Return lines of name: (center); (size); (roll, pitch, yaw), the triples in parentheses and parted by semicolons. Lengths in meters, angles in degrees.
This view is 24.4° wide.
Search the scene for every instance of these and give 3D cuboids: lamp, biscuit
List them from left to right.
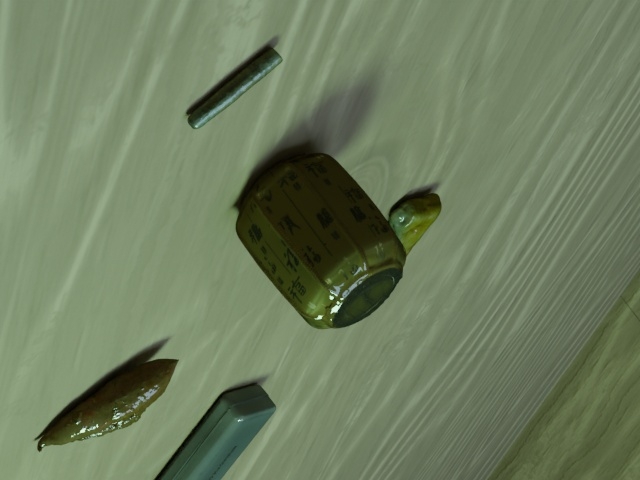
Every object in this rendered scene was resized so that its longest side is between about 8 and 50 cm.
lamp: (0.000, 0.000, 1.710); (0.161, 0.185, 0.161); (-34, 156, -17)
biscuit: (0.082, 0.010, 2.089); (0.174, 0.039, 0.183); (-9, 142, -52)

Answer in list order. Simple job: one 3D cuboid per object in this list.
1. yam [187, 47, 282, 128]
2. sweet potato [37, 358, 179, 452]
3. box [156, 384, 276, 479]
yam: (-0.086, -0.152, 1.483); (0.116, 0.021, 0.021); (-39, 159, -6)
sweet potato: (-0.261, 0.209, 1.845); (0.206, 0.060, 0.068); (-27, 118, -12)
box: (-0.167, 0.321, 2.240); (0.103, 0.055, 0.243); (-10, 143, -55)
